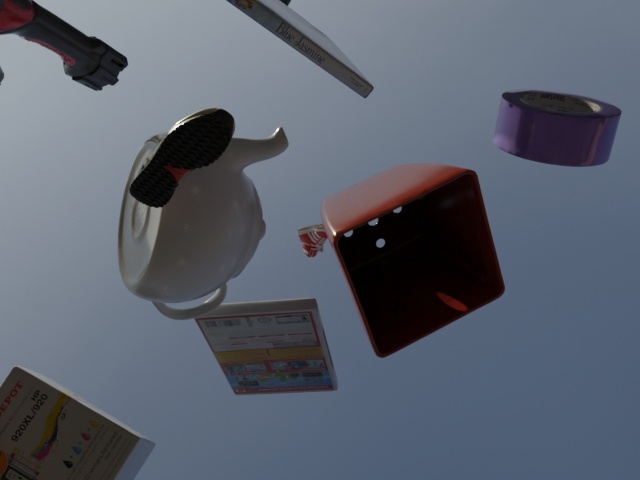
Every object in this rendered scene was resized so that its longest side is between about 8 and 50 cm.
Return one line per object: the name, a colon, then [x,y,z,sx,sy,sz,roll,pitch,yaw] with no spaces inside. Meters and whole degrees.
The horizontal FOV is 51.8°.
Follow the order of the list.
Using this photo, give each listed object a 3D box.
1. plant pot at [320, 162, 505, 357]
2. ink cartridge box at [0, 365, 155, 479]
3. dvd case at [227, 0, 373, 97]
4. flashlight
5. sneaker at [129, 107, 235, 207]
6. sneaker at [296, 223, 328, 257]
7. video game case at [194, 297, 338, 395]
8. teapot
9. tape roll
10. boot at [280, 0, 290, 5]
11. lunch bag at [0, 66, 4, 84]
plant pot: [0.142,0.004,1.219,0.267,0.267,0.236,-26,-152,-8]
ink cartridge box: [-0.419,0.339,1.057,0.233,0.168,0.171,28,-110,5]
dvd case: [-0.054,-0.287,0.841,0.022,0.253,0.180,-49,-140,19]
flashlight: [-0.459,-0.332,1.067,0.103,0.304,0.103,32,-88,25]
sneaker: [-0.151,-0.105,0.724,0.161,0.057,0.075,-37,-147,34]
sneaker: [0.000,0.000,1.379,0.042,0.118,0.067,-19,-82,-39]
video game case: [-0.087,0.196,1.165,0.204,0.285,0.025,-4,-130,7]
teapot: [-0.168,-0.021,0.934,0.187,0.256,0.252,9,-104,-32]
tape roll: [0.384,-0.188,1.079,0.189,0.080,0.189,4,-155,-2]
boot: [-0.210,-0.683,1.562,0.223,0.338,0.118,29,-103,21]
lunch bag: [-0.979,-0.540,1.706,0.256,0.305,0.212,8,-131,-2]
